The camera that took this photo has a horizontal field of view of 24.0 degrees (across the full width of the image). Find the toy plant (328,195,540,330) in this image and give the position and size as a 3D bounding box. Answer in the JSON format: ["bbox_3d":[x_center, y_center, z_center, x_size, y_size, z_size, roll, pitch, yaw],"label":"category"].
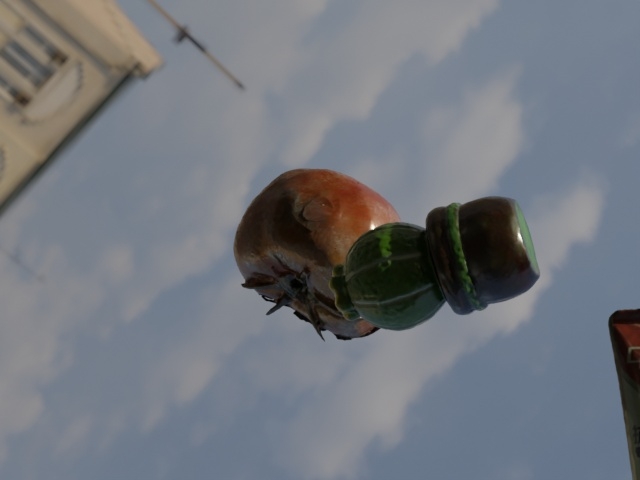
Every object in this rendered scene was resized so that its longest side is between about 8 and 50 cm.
[{"bbox_3d":[0.087,0.022,1.199,0.162,0.092,0.092,-18,-144,12],"label":"toy plant"}]

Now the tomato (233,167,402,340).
[{"bbox_3d":[0.000,0.000,1.796,0.214,0.155,0.180,23,-113,17],"label":"tomato"}]

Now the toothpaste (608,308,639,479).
[{"bbox_3d":[0.209,0.157,0.891,0.062,0.239,0.039,-4,178,6],"label":"toothpaste"}]
